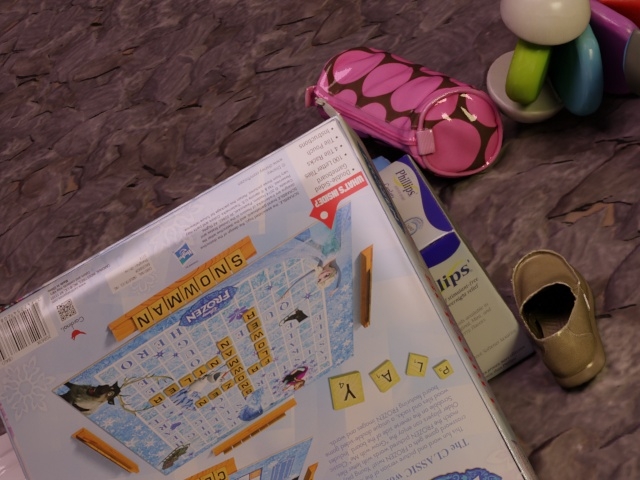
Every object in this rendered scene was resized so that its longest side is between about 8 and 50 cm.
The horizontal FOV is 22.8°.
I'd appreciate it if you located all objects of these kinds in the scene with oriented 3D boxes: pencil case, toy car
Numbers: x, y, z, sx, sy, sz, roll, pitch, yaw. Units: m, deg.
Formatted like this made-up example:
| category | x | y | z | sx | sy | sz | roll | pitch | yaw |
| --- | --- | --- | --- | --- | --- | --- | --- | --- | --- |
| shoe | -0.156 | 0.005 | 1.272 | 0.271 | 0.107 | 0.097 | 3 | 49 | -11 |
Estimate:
| category | x | y | z | sx | sy | sz | roll | pitch | yaw |
| --- | --- | --- | --- | --- | --- | --- | --- | --- | --- |
| pencil case | 0.074 | -0.117 | 1.458 | 0.098 | 0.095 | 0.209 | -4 | 16 | -29 |
| toy car | 0.231 | -0.180 | 1.375 | 0.136 | 0.159 | 0.182 | 26 | 59 | 14 |

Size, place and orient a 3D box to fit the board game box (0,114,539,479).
| category | x | y | z | sx | sy | sz | roll | pitch | yaw |
| --- | --- | --- | --- | --- | --- | --- | --- | --- | --- |
| board game box | -0.048 | 0.127 | 1.096 | 0.318 | 0.066 | 0.318 | -29 | 71 | 9 |

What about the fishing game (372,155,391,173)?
| category | x | y | z | sx | sy | sz | roll | pitch | yaw |
| --- | --- | --- | --- | --- | --- | --- | --- | --- | --- |
| fishing game | 0.000 | 0.000 | 1.421 | 0.189 | 0.041 | 0.264 | -43 | 30 | -7 |

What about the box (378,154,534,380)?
| category | x | y | z | sx | sy | sz | roll | pitch | yaw |
| --- | --- | --- | --- | --- | --- | --- | --- | --- | --- |
| box | 0.086 | 0.027 | 1.209 | 0.072 | 0.137 | 0.126 | -33 | 32 | 5 |

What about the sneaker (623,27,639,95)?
| category | x | y | z | sx | sy | sz | roll | pitch | yaw |
| --- | --- | --- | --- | --- | --- | --- | --- | --- | --- |
| sneaker | 0.407 | -0.184 | 1.251 | 0.341 | 0.125 | 0.140 | -36 | 59 | -8 |

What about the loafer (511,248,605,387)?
| category | x | y | z | sx | sy | sz | roll | pitch | yaw |
| --- | --- | --- | --- | --- | --- | --- | --- | --- | --- |
| loafer | 0.175 | 0.047 | 1.183 | 0.056 | 0.050 | 0.148 | -29 | 32 | 8 |

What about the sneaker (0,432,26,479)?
| category | x | y | z | sx | sy | sz | roll | pitch | yaw |
| --- | --- | --- | --- | --- | --- | --- | --- | --- | --- |
| sneaker | -0.130 | 0.175 | 1.237 | 0.305 | 0.114 | 0.152 | -32 | 44 | -19 |
